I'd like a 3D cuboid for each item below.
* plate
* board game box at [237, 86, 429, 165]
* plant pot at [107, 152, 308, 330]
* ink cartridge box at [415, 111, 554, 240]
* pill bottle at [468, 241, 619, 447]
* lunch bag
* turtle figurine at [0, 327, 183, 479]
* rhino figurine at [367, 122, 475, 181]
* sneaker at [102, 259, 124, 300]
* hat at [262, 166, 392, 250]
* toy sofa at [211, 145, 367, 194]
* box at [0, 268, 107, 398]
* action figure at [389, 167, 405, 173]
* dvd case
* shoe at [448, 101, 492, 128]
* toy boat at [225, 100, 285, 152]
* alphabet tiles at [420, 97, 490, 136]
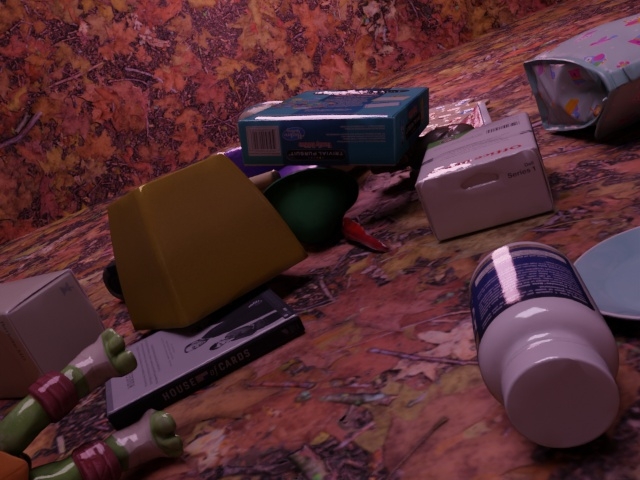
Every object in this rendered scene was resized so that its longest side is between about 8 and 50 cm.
[{"bbox_3d":[0.311,0.026,0.554,0.188,0.024,0.188,-20,18,7],"label":"plate"},{"bbox_3d":[0.042,-0.208,1.143,0.254,0.079,0.336,3,21,18],"label":"board game box"},{"bbox_3d":[-0.185,-0.004,0.928,0.212,0.187,0.212,-30,10,-33],"label":"plant pot"},{"bbox_3d":[0.231,-0.096,0.912,0.160,0.092,0.219,-16,18,21],"label":"ink cartridge box"},{"bbox_3d":[0.163,0.072,0.479,0.094,0.094,0.169,-18,17,15],"label":"pill bottle"},{"bbox_3d":[0.482,-0.266,1.012,0.224,0.160,0.262,-22,11,-1],"label":"lunch bag"},{"bbox_3d":[-0.249,0.180,0.512,0.266,0.274,0.198,-30,52,-35],"label":"turtle figurine"},{"bbox_3d":[0.187,-0.159,1.202,0.243,0.073,0.106,-9,25,41],"label":"rhino figurine"},{"bbox_3d":[-0.271,0.032,1.149,0.268,0.101,0.106,-12,18,31],"label":"sneaker"},{"bbox_3d":[0.000,0.000,1.029,0.173,0.183,0.208,-13,-27,-4],"label":"hat"},{"bbox_3d":[-0.045,-0.162,1.327,0.150,0.177,0.362,-10,20,37],"label":"toy sofa"},{"bbox_3d":[-0.477,0.149,0.977,0.311,0.147,0.121,-12,21,34],"label":"box"},{"bbox_3d":[0.191,-0.163,1.289,0.115,0.030,0.038,-13,14,22],"label":"action figure"},{"bbox_3d":[-0.154,0.133,0.809,0.239,0.029,0.179,-27,17,-13],"label":"dvd case"},{"bbox_3d":[0.295,-0.225,1.280,0.081,0.063,0.178,-13,23,14],"label":"shoe"},{"bbox_3d":[-0.132,-0.236,1.602,0.318,0.268,0.148,-34,52,32],"label":"toy boat"},{"bbox_3d":[0.262,-0.283,1.578,0.278,0.021,0.284,-6,23,44],"label":"alphabet tiles"}]
